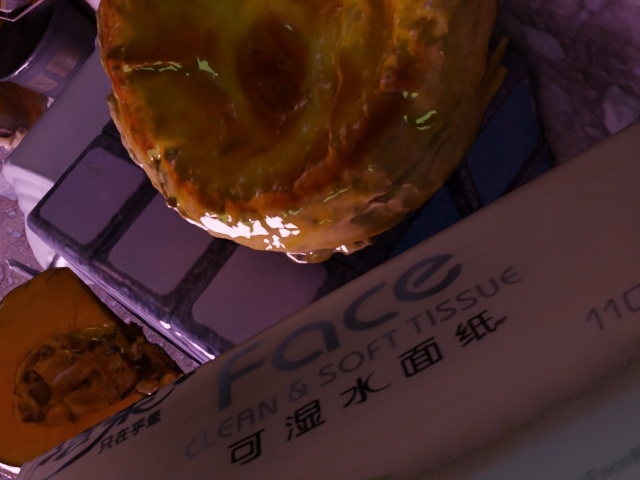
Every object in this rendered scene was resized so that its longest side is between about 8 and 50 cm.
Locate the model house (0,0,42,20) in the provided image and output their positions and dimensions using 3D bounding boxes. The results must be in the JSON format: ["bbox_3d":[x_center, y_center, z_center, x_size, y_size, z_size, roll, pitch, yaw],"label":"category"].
[{"bbox_3d":[-0.406,-0.351,1.033,0.219,0.207,0.136,18,-164,31],"label":"model house"}]

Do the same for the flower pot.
[{"bbox_3d":[-0.365,-0.262,1.157,0.107,0.157,0.157,33,173,-41],"label":"flower pot"}]

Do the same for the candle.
[{"bbox_3d":[-0.194,-0.086,0.887,0.221,0.342,0.221,30,163,10],"label":"candle"}]

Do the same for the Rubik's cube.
[{"bbox_3d":[0.000,0.000,0.728,0.304,0.305,0.301,27,164,35],"label":"Rubik's cube"}]

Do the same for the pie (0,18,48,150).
[{"bbox_3d":[-0.507,-0.281,1.197,0.339,0.077,0.339,56,-163,-28],"label":"pie"}]

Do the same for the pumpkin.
[{"bbox_3d":[-0.170,0.117,0.752,0.280,0.190,0.139,-12,149,13],"label":"pumpkin"}]

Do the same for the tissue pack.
[{"bbox_3d":[0.083,0.176,0.454,0.332,0.405,0.205,58,-172,-24],"label":"tissue pack"}]

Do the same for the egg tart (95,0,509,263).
[{"bbox_3d":[-0.013,-0.131,0.519,0.295,0.295,0.116,30,-162,29],"label":"egg tart"}]
